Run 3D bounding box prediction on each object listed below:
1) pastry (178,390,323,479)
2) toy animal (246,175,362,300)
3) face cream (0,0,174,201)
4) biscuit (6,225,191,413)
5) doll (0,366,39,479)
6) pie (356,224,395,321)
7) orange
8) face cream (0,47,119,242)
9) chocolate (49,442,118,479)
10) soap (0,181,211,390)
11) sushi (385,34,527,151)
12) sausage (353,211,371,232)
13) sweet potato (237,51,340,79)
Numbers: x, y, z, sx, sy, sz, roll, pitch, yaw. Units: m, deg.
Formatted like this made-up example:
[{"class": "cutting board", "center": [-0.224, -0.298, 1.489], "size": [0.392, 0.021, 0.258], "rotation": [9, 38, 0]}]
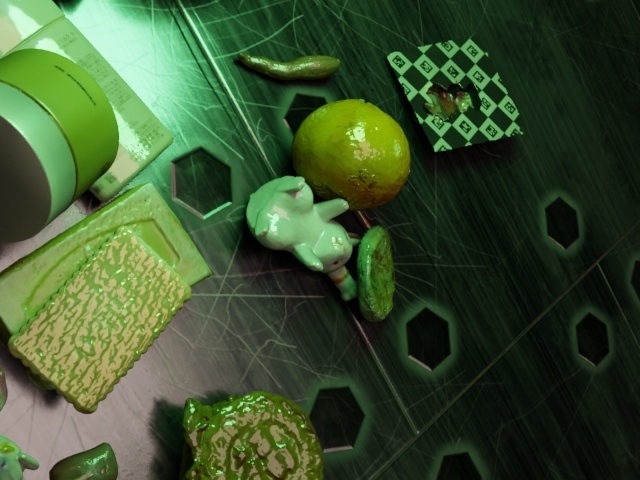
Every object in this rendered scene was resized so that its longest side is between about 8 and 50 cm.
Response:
[{"class": "pastry", "center": [-0.122, 0.372, 1.247], "size": [0.235, 0.132, 0.240], "rotation": [1, 73, -24]}, {"class": "toy animal", "center": [0.000, -0.004, 1.379], "size": [0.282, 0.138, 0.140], "rotation": [34, 76, -21]}, {"class": "face cream", "center": [-0.402, -0.239, 1.202], "size": [0.348, 0.081, 0.173], "rotation": [49, 59, -16]}, {"class": "biscuit", "center": [-0.314, 0.112, 1.115], "size": [0.160, 0.030, 0.249], "rotation": [47, 60, -18]}, {"class": "doll", "center": [-0.521, 0.203, 1.038], "size": [0.188, 0.099, 0.384], "rotation": [-40, 100, -32]}, {"class": "pie", "center": [0.106, 0.064, 1.452], "size": [0.187, 0.041, 0.187], "rotation": [0, 90, -69]}, {"class": "orange", "center": [0.057, -0.155, 1.398], "size": [0.219, 0.219, 0.193], "rotation": [35, 92, -23]}, {"class": "face cream", "center": [-0.418, -0.135, 1.061], "size": [0.218, 0.218, 0.179], "rotation": [49, 35, -15]}, {"class": "chocolate", "center": [-0.352, 0.349, 1.150], "size": [0.101, 0.031, 0.064], "rotation": [-12, 83, -32]}, {"class": "soap", "center": [-0.344, 0.066, 1.177], "size": [0.315, 0.091, 0.199], "rotation": [-38, 100, -33]}, {"class": "sushi", "center": [0.292, -0.314, 1.686], "size": [0.290, 0.050, 0.264], "rotation": [-18, 76, -32]}, {"class": "sausage", "center": [0.087, -0.036, 1.517], "size": [0.015, 0.015, 0.100], "rotation": [-40, 103, -32]}, {"class": "sweet potato", "center": [-0.060, -0.333, 1.464], "size": [0.214, 0.050, 0.050], "rotation": [-5, 83, -27]}]
